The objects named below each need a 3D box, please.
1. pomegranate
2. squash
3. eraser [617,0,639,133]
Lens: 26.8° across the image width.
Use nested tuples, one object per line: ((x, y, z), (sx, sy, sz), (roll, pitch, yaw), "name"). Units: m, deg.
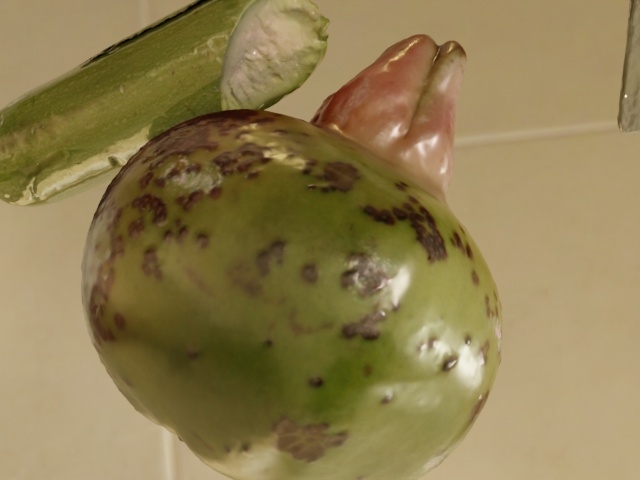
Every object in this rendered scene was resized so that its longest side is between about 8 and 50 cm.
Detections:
((0.000, 0.000, 0.673), (0.248, 0.214, 0.214), (-62, 177, -8), "pomegranate")
((-0.097, -0.076, 0.731), (0.069, 0.238, 0.069), (39, 39, -42), "squash")
((0.340, -0.138, 0.820), (0.077, 0.352, 0.111), (-112, -160, -61), "eraser")
